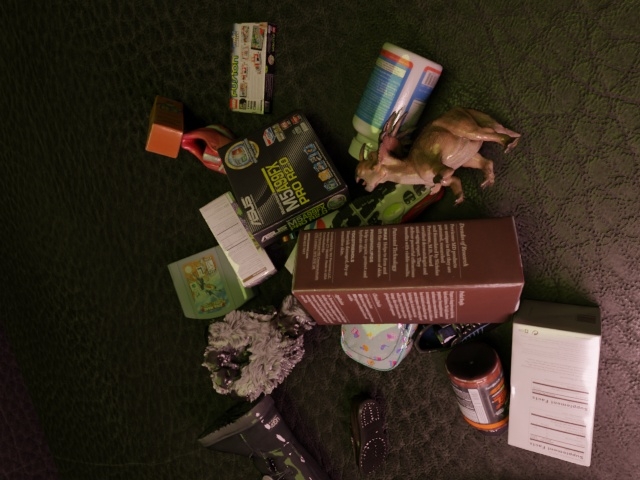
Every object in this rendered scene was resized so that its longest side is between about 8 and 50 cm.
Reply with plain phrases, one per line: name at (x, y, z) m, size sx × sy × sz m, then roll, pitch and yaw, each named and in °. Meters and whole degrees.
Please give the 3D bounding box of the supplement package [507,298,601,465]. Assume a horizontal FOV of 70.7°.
supplement package at (0.428, 0.250, 0.825) m, size 0.134 × 0.139 × 0.243 m, roll 4°, pitch 105°, yaw 31°

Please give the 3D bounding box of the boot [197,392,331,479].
boot at (-0.130, 0.681, 1.292) m, size 0.445 × 0.146 × 0.367 m, roll 52°, pitch 135°, yaw 0°

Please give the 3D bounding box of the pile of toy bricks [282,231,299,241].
pile of toy bricks at (-0.090, -0.058, 1.097) m, size 0.212 × 0.105 × 0.117 m, roll -20°, pitch 90°, yaw 34°

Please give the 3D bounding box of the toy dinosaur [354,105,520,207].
toy dinosaur at (0.214, -0.174, 0.808) m, size 0.296 × 0.127 × 0.200 m, roll -31°, pitch 62°, yaw -5°

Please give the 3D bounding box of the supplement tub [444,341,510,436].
supplement tub at (0.322, 0.303, 0.900) m, size 0.106 × 0.106 × 0.197 m, roll -6°, pitch 124°, yaw 33°

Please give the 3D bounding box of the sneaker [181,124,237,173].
sneaker at (-0.223, -0.195, 1.131) m, size 0.314 × 0.136 × 0.115 m, roll 30°, pitch 116°, yaw 23°

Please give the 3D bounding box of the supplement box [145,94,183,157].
supplement box at (-0.406, -0.303, 1.180) m, size 0.080 × 0.078 × 0.233 m, roll -65°, pitch 28°, yaw 25°

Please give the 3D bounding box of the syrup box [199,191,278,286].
syrup box at (-0.210, 0.002, 1.175) m, size 0.096 × 0.093 × 0.236 m, roll -32°, pitch 83°, yaw -4°

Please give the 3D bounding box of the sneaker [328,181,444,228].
sneaker at (0.140, -0.047, 0.945) m, size 0.279 × 0.118 × 0.107 m, roll -34°, pitch 58°, yaw 24°

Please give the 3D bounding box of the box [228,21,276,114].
box at (-0.169, -0.419, 1.103) m, size 0.114 × 0.036 × 0.206 m, roll 15°, pitch 109°, yaw 29°

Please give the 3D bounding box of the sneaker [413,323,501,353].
sneaker at (0.293, 0.171, 0.919) m, size 0.232 × 0.090 × 0.081 m, roll -39°, pitch 80°, yaw 33°

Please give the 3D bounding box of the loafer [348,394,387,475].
loafer at (0.113, 0.479, 1.126) m, size 0.078 × 0.080 × 0.219 m, roll 24°, pitch 119°, yaw 62°

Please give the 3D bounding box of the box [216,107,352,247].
box at (-0.085, -0.144, 0.981) m, size 0.217 × 0.060 × 0.270 m, roll -26°, pitch 58°, yaw 0°

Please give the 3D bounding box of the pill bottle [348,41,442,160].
pill bottle at (0.137, -0.262, 0.896) m, size 0.124 × 0.124 × 0.221 m, roll 34°, pitch 117°, yaw 21°

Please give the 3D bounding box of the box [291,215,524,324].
box at (0.158, 0.066, 0.841) m, size 0.382 × 0.191 × 0.143 m, roll -2°, pitch 62°, yaw 15°

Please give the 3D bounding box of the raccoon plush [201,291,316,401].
raccoon plush at (-0.094, 0.277, 1.182) m, size 0.447 × 0.299 × 0.215 m, roll -20°, pitch 73°, yaw 3°

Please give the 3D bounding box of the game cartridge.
game cartridge at (-0.318, 0.126, 1.318) m, size 0.298 × 0.062 × 0.197 m, roll -19°, pitch 87°, yaw 34°

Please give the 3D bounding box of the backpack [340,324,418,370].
backpack at (0.128, 0.192, 1.001) m, size 0.166 × 0.144 × 0.188 m, roll 17°, pitch 115°, yaw 22°

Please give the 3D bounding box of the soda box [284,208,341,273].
soda box at (0.000, 0.000, 1.070) m, size 0.074 × 0.069 × 0.216 m, roll 46°, pitch 121°, yaw 29°
